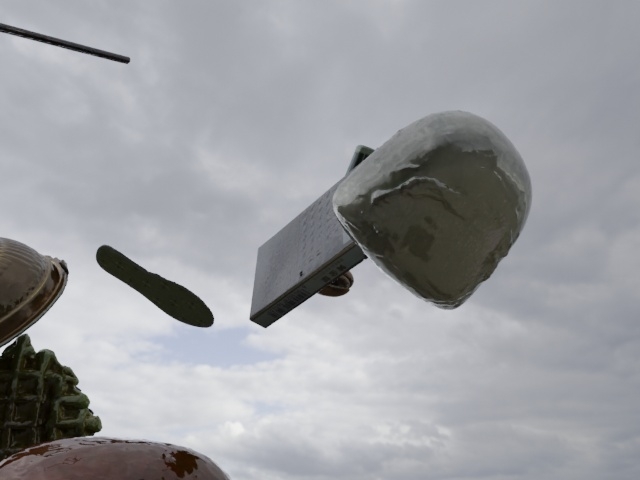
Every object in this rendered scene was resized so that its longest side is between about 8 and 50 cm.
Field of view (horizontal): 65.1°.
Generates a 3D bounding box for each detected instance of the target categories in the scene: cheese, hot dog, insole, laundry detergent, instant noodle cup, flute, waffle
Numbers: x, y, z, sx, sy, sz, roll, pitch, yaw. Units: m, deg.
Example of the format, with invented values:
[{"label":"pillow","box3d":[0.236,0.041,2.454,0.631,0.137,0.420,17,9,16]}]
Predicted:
[{"label":"cheese","box3d":[0.133,-0.041,0.550,0.198,0.154,0.189,39,-70,-22]},{"label":"hot dog","box3d":[0.006,0.075,1.122,0.140,0.090,0.060,27,-28,13]},{"label":"insole","box3d":[-0.385,0.111,1.164,0.322,0.007,0.109,32,-58,1]},{"label":"laundry detergent","box3d":[0.076,-0.098,1.142,0.070,0.226,0.099,24,3,27]},{"label":"instant noodle cup","box3d":[-0.487,0.060,0.662,0.274,0.274,0.091,-9,-59,5]},{"label":"flute","box3d":[-0.379,-0.281,0.707,0.014,0.014,0.269,-25,-7,29]},{"label":"waffle","box3d":[-0.409,0.252,0.660,0.214,0.208,0.054,45,-39,0]}]

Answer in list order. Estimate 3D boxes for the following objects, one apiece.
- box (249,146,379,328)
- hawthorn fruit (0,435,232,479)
[{"label":"box","box3d":[0.000,0.001,0.850,0.047,0.180,0.325,35,-55,-28]},{"label":"hawthorn fruit","box3d":[-0.214,0.303,0.446,0.267,0.268,0.301,-23,-39,26]}]
